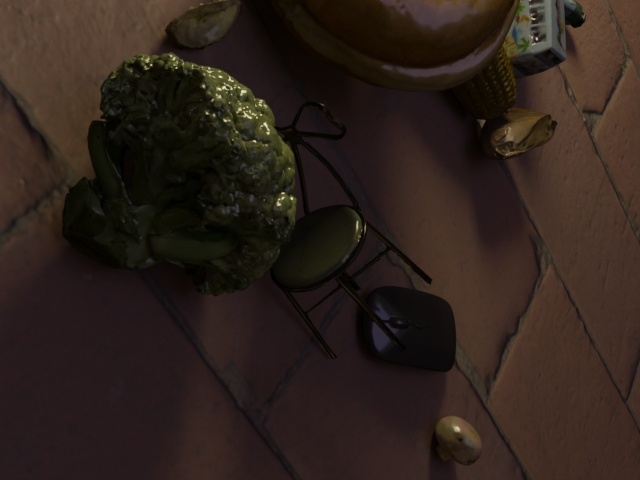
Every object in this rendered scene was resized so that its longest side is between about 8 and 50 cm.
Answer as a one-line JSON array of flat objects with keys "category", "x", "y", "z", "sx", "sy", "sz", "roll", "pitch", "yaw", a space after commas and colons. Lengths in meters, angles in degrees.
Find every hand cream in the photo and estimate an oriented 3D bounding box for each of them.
[{"category": "hand cream", "x": 0.502, "y": -0.545, "z": 1.914, "sx": 0.256, "sy": 0.055, "sz": 0.088, "roll": 23, "pitch": 60, "yaw": -37}]

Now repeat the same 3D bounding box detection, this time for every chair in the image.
[{"category": "chair", "x": 0.000, "y": 0.000, "z": 1.131, "sx": 0.325, "sy": 0.160, "sz": 0.170, "roll": 52, "pitch": 46, "yaw": -33}]

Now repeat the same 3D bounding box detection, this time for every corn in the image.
[{"category": "corn", "x": 0.235, "y": -0.357, "z": 1.500, "sx": 0.344, "sy": 0.131, "sz": 0.131, "roll": 48, "pitch": 49, "yaw": -32}]

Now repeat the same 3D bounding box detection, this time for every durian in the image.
[{"category": "durian", "x": -0.149, "y": -0.271, "z": 1.088, "sx": 0.130, "sy": 0.066, "sz": 0.052, "roll": -31, "pitch": 105, "yaw": -38}]

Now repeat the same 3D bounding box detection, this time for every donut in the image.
[{"category": "donut", "x": 0.112, "y": -0.425, "z": 1.241, "sx": 0.449, "sy": 0.198, "sz": 0.448, "roll": 5, "pitch": 77, "yaw": -20}]

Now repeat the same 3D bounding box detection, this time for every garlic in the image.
[{"category": "garlic", "x": 0.353, "y": -0.199, "z": 1.613, "sx": 0.196, "sy": 0.101, "sz": 0.087, "roll": -24, "pitch": 115, "yaw": -45}]

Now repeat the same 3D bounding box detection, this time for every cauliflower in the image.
[{"category": "cauliflower", "x": -0.156, "y": -0.058, "z": 0.926, "sx": 0.250, "sy": 0.272, "sz": 0.275, "roll": -33, "pitch": 93, "yaw": -16}]

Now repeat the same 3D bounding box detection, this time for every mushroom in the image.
[{"category": "mushroom", "x": 0.215, "y": 0.318, "z": 1.366, "sx": 0.083, "sy": 0.067, "sz": 0.083, "roll": 47, "pitch": 15, "yaw": -16}]

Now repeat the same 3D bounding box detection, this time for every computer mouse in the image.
[{"category": "computer mouse", "x": 0.150, "y": 0.139, "z": 1.338, "sx": 0.232, "sy": 0.057, "sz": 0.120, "roll": 19, "pitch": 67, "yaw": -46}]

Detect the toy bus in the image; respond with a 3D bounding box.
[{"category": "toy bus", "x": 0.410, "y": -0.498, "z": 1.723, "sx": 0.109, "sy": 0.136, "sz": 0.329, "roll": 14, "pitch": 72, "yaw": -49}]
